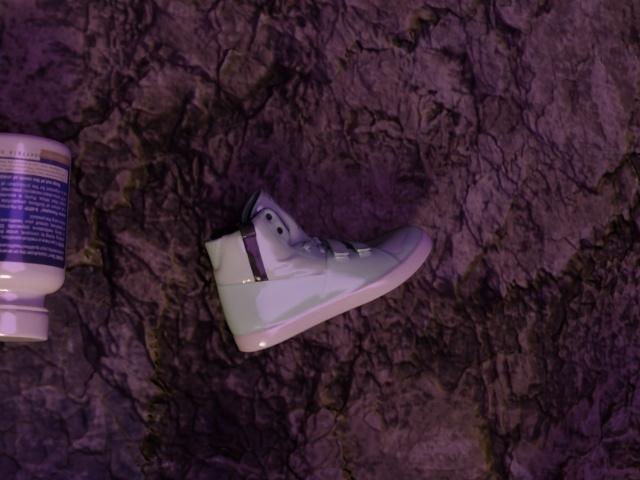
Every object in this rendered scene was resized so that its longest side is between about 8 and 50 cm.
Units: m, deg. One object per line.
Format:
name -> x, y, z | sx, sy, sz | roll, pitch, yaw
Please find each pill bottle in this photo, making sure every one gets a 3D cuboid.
pill bottle -> -0.295, 0.000, 1.136 | 0.112, 0.112, 0.186 | 5, 80, -26

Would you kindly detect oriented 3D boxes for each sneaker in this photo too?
sneaker -> 0.000, 0.000, 1.290 | 0.256, 0.094, 0.151 | -26, 101, -25
